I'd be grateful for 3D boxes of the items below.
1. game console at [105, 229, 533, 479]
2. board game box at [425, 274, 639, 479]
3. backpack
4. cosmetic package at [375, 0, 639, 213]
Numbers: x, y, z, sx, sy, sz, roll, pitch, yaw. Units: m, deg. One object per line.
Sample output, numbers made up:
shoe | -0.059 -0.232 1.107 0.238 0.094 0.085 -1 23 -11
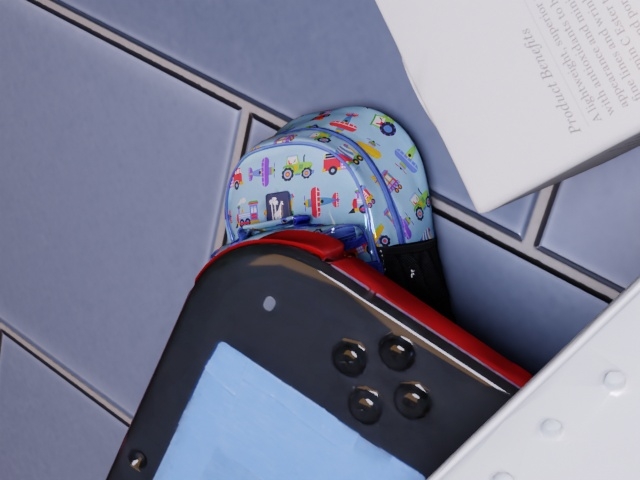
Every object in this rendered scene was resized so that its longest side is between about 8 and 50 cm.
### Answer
game console | 0.019 0.215 0.710 0.342 0.060 0.387 35 121 15
board game box | 0.245 0.181 0.549 0.390 0.050 0.390 37 119 -4
backpack | 0.000 0.000 0.791 0.158 0.117 0.173 -5 97 39
cosmetic package | 0.153 -0.128 0.605 0.183 0.151 0.151 -28 84 40
